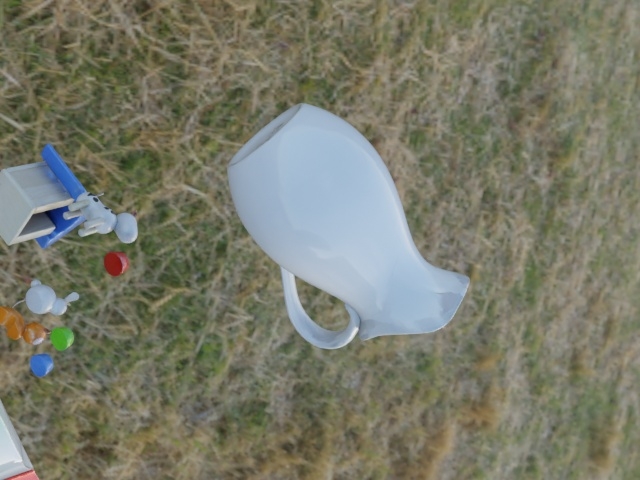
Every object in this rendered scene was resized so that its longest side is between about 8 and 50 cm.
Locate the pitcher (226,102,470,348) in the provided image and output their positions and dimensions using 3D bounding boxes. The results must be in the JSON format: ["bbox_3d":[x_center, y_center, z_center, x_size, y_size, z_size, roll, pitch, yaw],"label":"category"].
[{"bbox_3d":[0.000,0.000,0.779,0.207,0.177,0.125,50,37,-15],"label":"pitcher"}]

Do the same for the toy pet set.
[{"bbox_3d":[-0.167,0.005,0.598,0.122,0.114,0.065,-46,168,31],"label":"toy pet set"}]

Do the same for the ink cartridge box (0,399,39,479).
[{"bbox_3d":[-0.416,0.278,1.009,0.181,0.056,0.225,-18,126,-12],"label":"ink cartridge box"}]
